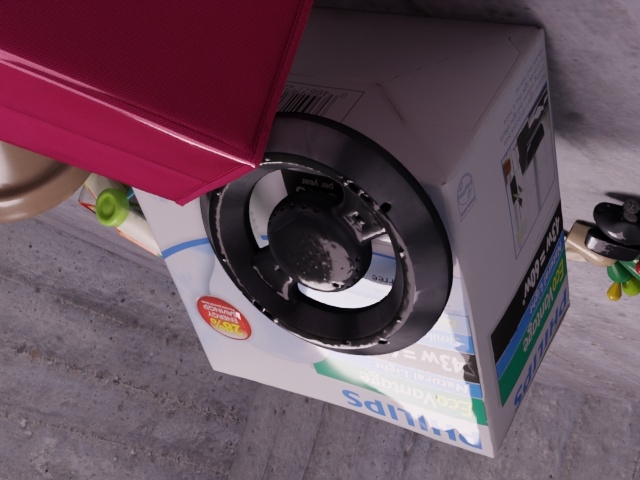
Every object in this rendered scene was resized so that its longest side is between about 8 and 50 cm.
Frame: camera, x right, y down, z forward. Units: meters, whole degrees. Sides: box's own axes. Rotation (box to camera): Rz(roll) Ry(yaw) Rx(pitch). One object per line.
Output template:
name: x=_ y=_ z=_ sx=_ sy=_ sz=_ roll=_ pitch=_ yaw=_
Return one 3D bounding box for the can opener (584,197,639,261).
can opener: x=0.420 y=-0.008 z=1.295 sx=0.186 sy=0.059 sz=0.073 roll=9 pitch=143 yaw=-3

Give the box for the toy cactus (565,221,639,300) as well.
toy cactus: x=0.419 y=0.038 z=1.442 sx=0.180 sy=0.112 sz=0.219 roll=26 pitch=179 yaw=8

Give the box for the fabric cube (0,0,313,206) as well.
fabric cube: x=-0.154 y=-0.193 z=0.746 sx=0.258 sy=0.254 sz=0.259 roll=21 pitch=169 yaw=-16

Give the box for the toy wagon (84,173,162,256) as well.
toy wagon: x=-0.249 y=-0.053 z=1.651 sx=0.267 sy=0.068 sz=0.344 roll=4 pitch=-139 yaw=-54

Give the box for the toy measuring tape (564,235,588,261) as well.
toy measuring tape: x=0.259 y=0.005 z=1.460 sx=0.330 sy=0.121 sz=0.121 roll=26 pitch=167 yaw=-38

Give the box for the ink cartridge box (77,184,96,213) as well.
ink cartridge box: x=-0.238 y=-0.056 z=1.943 sx=0.309 sy=0.130 sz=0.272 roll=15 pitch=170 yaw=16

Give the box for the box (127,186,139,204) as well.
box: x=-0.167 y=-0.109 z=1.476 sx=0.100 sy=0.060 sz=0.244 roll=26 pitch=143 yaw=-27

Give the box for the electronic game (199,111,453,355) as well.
electronic game: x=0.000 y=0.000 z=0.854 sx=0.229 sy=0.048 sz=0.229 roll=18 pitch=132 yaw=22

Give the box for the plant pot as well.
plant pot: x=-0.428 y=-0.189 z=1.362 sx=0.263 sy=0.263 sz=0.229 roll=17 pitch=151 yaw=8

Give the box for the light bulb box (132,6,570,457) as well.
light bulb box: x=0.036 y=-0.018 z=1.044 sx=0.357 sy=0.225 sz=0.361 roll=12 pitch=139 yaw=30
